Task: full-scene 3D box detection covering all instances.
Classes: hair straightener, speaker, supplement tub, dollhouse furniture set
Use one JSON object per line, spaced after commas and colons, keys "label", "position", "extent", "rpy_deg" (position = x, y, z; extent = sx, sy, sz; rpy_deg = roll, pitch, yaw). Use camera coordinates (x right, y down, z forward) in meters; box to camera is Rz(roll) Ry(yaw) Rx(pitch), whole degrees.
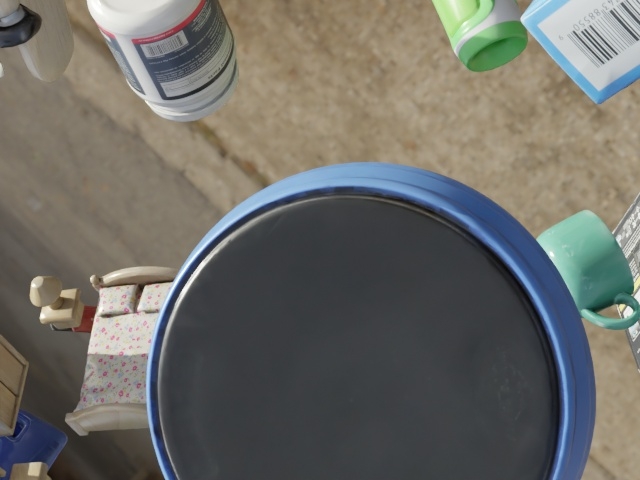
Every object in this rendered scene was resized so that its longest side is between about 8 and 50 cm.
{"label": "hair straightener", "position": [-0.335, 0.115, 2.084], "extent": [0.089, 0.047, 0.230], "rpy_deg": [1, -179, 28]}
{"label": "speaker", "position": [0.234, -0.430, 2.250], "extent": [0.131, 0.131, 0.297], "rpy_deg": [88, 162, -70]}
{"label": "supplement tub", "position": [-0.244, -0.335, 2.196], "extent": [0.191, 0.191, 0.272], "rpy_deg": [36, 164, 28]}
{"label": "dollhouse furniture set", "position": [-0.275, 0.148, 1.581], "extent": [0.355, 0.303, 0.174], "rpy_deg": [-7, 145, 19]}

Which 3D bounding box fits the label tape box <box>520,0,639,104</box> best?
{"label": "label tape box", "position": [0.344, -0.298, 1.184], "extent": [0.115, 0.348, 0.249], "rpy_deg": [46, 136, -7]}

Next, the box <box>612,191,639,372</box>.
{"label": "box", "position": [0.507, 0.063, 1.810], "extent": [0.395, 0.097, 0.318], "rpy_deg": [104, 156, -62]}

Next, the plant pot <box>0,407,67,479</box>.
{"label": "plant pot", "position": [-0.503, 0.315, 1.803], "extent": [0.212, 0.236, 0.236], "rpy_deg": [38, 144, -6]}

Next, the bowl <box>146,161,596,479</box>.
{"label": "bowl", "position": [0.033, 0.131, 1.159], "extent": [0.391, 0.391, 0.077], "rpy_deg": [42, -166, 9]}

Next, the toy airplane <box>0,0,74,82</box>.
{"label": "toy airplane", "position": [-0.371, -0.375, 1.465], "extent": [0.272, 0.386, 0.384], "rpy_deg": [6, -177, 20]}

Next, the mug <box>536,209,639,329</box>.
{"label": "mug", "position": [0.342, 0.043, 1.799], "extent": [0.129, 0.097, 0.158], "rpy_deg": [66, 174, -28]}
